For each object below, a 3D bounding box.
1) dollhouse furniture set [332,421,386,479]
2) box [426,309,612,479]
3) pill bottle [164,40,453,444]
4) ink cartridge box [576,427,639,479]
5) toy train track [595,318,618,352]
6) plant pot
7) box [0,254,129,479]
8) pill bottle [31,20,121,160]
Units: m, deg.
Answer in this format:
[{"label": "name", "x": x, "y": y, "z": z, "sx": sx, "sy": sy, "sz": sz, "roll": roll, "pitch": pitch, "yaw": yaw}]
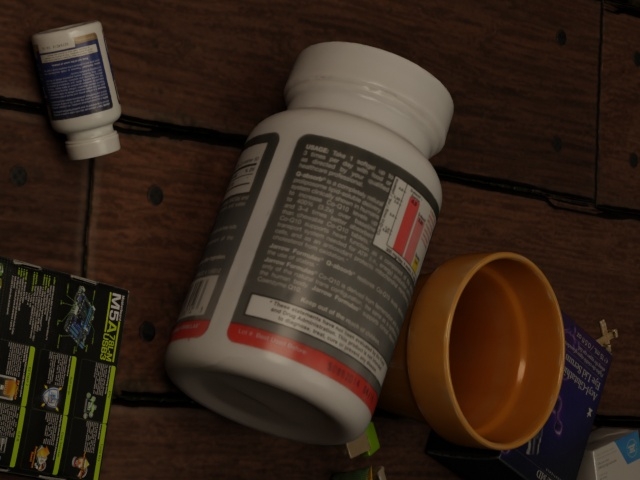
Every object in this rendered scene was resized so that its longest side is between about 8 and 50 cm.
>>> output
[{"label": "dollhouse furniture set", "x": 0.021, "y": 0.236, "z": 1.962, "sx": 0.058, "sy": 0.076, "sz": 0.152, "roll": -19, "pitch": 93, "yaw": -48}, {"label": "box", "x": 0.233, "y": 0.188, "z": 2.160, "sx": 0.153, "sy": 0.108, "sz": 0.207, "roll": 37, "pitch": 63, "yaw": -40}, {"label": "pill bottle", "x": 0.000, "y": 0.000, "z": 1.845, "sx": 0.210, "sy": 0.210, "sz": 0.363, "roll": 38, "pitch": 63, "yaw": -39}, {"label": "ink cartridge box", "x": 0.354, "y": 0.332, "z": 2.319, "sx": 0.104, "sy": 0.060, "sz": 0.180, "roll": -16, "pitch": 100, "yaw": -46}, {"label": "toy train track", "x": 0.354, "y": 0.130, "z": 2.357, "sx": 0.083, "sy": 0.014, "sz": 0.048, "roll": -26, "pitch": 107, "yaw": -43}, {"label": "plant pot", "x": 0.126, "y": 0.116, "z": 1.991, "sx": 0.205, "sy": 0.188, "sz": 0.205, "roll": 2, "pitch": 88, "yaw": -47}, {"label": "box", "x": -0.265, "y": 0.117, "z": 1.685, "sx": 0.184, "sy": 0.045, "sz": 0.191, "roll": 18, "pitch": 75, "yaw": -47}, {"label": "pill bottle", "x": -0.221, "y": -0.137, "z": 1.719, "sx": 0.067, "sy": 0.067, "sz": 0.120, "roll": -23, "pitch": 105, "yaw": -44}]
